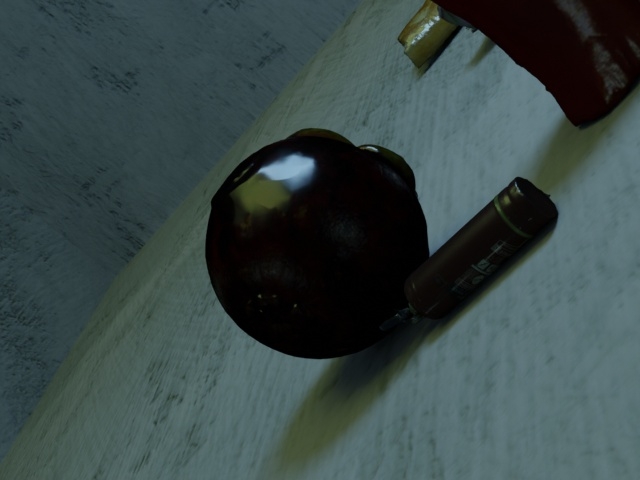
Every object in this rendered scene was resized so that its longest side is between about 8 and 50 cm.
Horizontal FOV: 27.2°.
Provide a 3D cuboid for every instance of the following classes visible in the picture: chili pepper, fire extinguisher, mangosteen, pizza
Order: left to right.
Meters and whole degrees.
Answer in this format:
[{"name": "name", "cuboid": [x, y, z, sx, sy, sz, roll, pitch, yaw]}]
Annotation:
[{"name": "mangosteen", "cuboid": [0.000, 0.000, 1.124, 0.210, 0.210, 0.210, -48, 11, 12]}, {"name": "pizza", "cuboid": [0.185, -0.344, 1.918, 0.134, 0.056, 0.271, -36, 19, 47]}, {"name": "fire extinguisher", "cuboid": [0.112, 0.016, 1.014, 0.158, 0.043, 0.064, -44, -18, 28]}, {"name": "chili pepper", "cuboid": [0.121, -0.242, 1.053, 0.131, 0.338, 0.134, -48, 13, 30]}]

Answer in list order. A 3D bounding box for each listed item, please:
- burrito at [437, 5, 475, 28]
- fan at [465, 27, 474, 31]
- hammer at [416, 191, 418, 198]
[{"name": "burrito", "cuboid": [0.244, -0.336, 1.566, 0.229, 0.089, 0.144, -41, 0, 38]}, {"name": "fan", "cuboid": [0.214, -0.298, 1.772, 0.056, 0.004, 0.083, -55, 12, -21]}, {"name": "hammer", "cuboid": [0.065, -0.006, 1.369, 0.110, 0.019, 0.035, -60, 13, -19]}]
